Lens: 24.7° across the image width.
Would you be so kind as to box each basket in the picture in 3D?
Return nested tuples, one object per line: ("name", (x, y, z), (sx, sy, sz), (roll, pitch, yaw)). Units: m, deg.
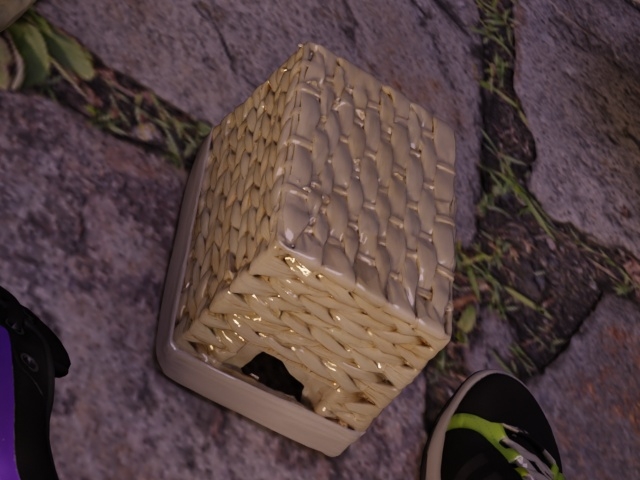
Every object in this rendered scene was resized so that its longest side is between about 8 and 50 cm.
("basket", (0.000, 0.000, 0.722), (0.113, 0.103, 0.167), (29, 41, -21))

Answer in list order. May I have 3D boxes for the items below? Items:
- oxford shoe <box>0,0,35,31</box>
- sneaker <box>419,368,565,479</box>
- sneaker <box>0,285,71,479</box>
("oxford shoe", (-0.184, -0.207, 0.724), (0.130, 0.169, 0.449), (13, 39, 24))
("sneaker", (0.104, 0.146, 0.696), (0.084, 0.097, 0.234), (32, 39, -19))
("sneaker", (-0.174, 0.032, 0.536), (0.146, 0.102, 0.293), (-15, 72, -54))
